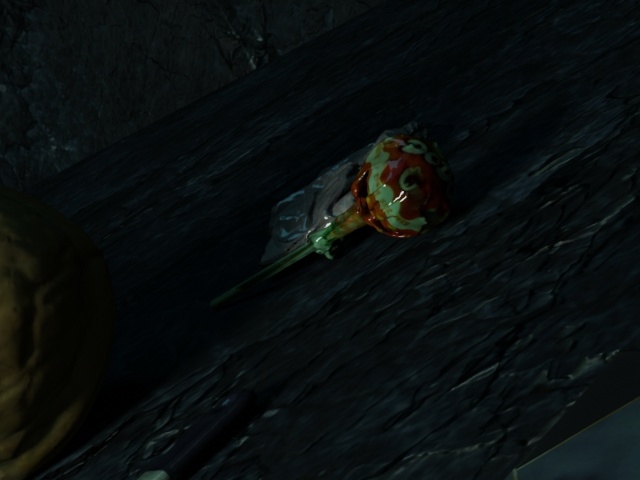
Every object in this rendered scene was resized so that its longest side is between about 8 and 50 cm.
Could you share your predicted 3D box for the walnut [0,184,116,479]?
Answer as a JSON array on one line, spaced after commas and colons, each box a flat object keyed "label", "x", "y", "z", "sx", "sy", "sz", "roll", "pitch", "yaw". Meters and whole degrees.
[{"label": "walnut", "x": -0.313, "y": 0.085, "z": 1.245, "sx": 0.313, "sy": 0.277, "sz": 0.252, "roll": -25, "pitch": 45, "yaw": 3}]

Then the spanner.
[{"label": "spanner", "x": -0.151, "y": 0.194, "z": 1.015, "sx": 0.316, "sy": 0.024, "sz": 0.087, "roll": -42, "pitch": 12, "yaw": -37}]

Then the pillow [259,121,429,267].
[{"label": "pillow", "x": 0.021, "y": -0.051, "z": 1.466, "sx": 0.135, "sy": 0.049, "sz": 0.248, "roll": -29, "pitch": 10, "yaw": 25}]

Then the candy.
[{"label": "candy", "x": 0.000, "y": 0.001, "z": 1.316, "sx": 0.287, "sy": 0.078, "sz": 0.084, "roll": -33, "pitch": 30, "yaw": 35}]

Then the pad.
[{"label": "pad", "x": 0.187, "y": 0.088, "z": 0.711, "sx": 0.163, "sy": 0.004, "sz": 0.243, "roll": -40, "pitch": 17, "yaw": -35}]
